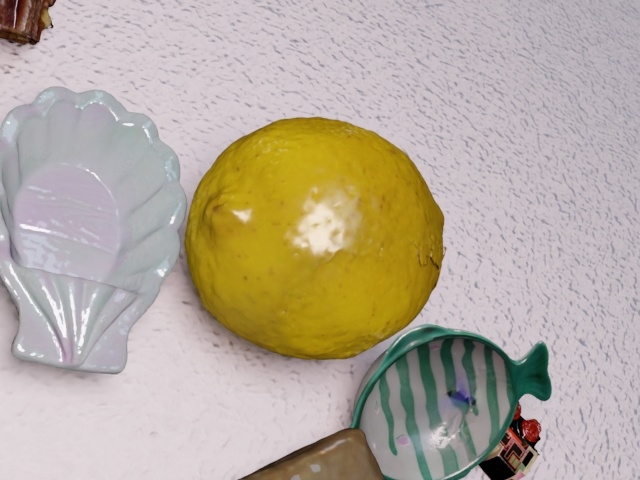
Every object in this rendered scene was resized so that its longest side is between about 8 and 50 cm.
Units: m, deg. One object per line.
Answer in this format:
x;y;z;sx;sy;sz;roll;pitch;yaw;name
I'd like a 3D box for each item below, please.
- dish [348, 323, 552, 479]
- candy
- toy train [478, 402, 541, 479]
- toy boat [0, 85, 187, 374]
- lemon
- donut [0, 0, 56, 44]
0.130;0.168;0.965;0.246;0.078;0.224;-18;117;-11;dish
-0.039;0.266;0.823;0.234;0.102;0.104;-16;78;-38;candy
0.207;0.223;1.049;0.138;0.050;0.087;49;52;-1;toy train
-0.238;-0.008;0.843;0.199;0.100;0.290;15;57;-26;toy boat
0.000;0.000;0.904;0.310;0.253;0.254;5;62;-49;lemon
-0.335;-0.299;0.920;0.126;0.144;0.187;8;86;-8;donut
